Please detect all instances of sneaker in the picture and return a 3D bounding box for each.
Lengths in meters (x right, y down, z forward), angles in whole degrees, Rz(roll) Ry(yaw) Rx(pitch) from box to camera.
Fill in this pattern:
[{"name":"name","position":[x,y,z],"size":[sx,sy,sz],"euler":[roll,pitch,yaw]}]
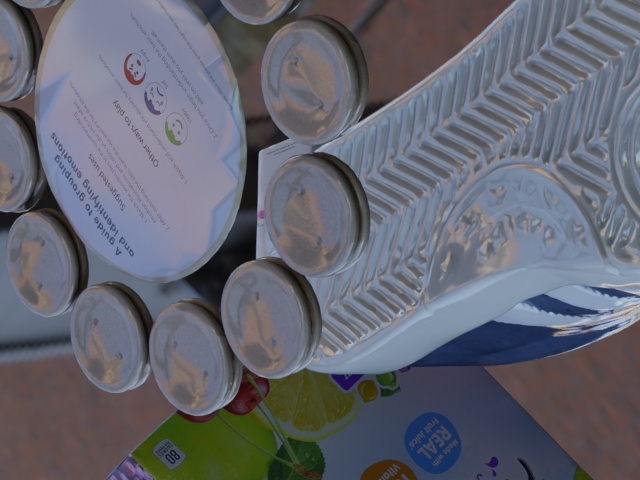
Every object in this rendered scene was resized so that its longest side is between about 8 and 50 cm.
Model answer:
[{"name":"sneaker","position":[0.128,-0.032,0.758],"size":[0.148,0.350,0.131],"euler":[-2,-101,-37]}]

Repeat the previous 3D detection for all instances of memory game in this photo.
[{"name":"memory game","position":[-0.053,-0.035,0.606],"size":[0.012,0.186,0.186],"euler":[-14,-119,-46]}]

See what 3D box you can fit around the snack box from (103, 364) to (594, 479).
[{"name":"snack box","position":[0.028,0.132,0.892],"size":[0.207,0.070,0.174],"euler":[46,-127,2]}]

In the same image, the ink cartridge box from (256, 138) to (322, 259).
[{"name":"ink cartridge box","position":[0.000,0.000,1.355],"size":[0.088,0.052,0.122],"euler":[35,-134,-44]}]
